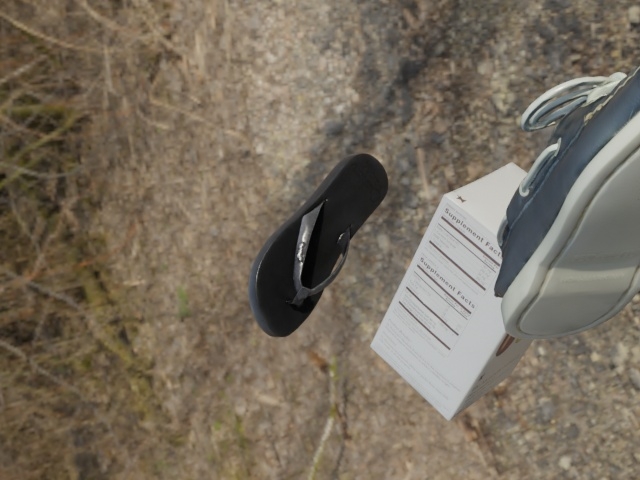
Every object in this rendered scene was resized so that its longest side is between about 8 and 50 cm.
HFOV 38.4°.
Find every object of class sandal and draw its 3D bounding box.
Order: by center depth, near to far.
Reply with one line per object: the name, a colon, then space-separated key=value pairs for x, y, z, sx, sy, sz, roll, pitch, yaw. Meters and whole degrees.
sandal: x=0.000 y=-0.001 z=1.094 sx=0.097 sy=0.254 sz=0.054 roll=40 pitch=163 yaw=-29

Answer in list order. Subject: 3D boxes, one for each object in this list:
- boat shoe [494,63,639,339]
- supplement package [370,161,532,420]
boat shoe: x=0.147 y=-0.036 z=0.449 sx=0.254 sy=0.095 sz=0.079 roll=100 pitch=163 yaw=-59
supplement package: x=0.180 y=0.058 z=1.033 sx=0.134 sy=0.139 sz=0.244 roll=42 pitch=134 yaw=23
